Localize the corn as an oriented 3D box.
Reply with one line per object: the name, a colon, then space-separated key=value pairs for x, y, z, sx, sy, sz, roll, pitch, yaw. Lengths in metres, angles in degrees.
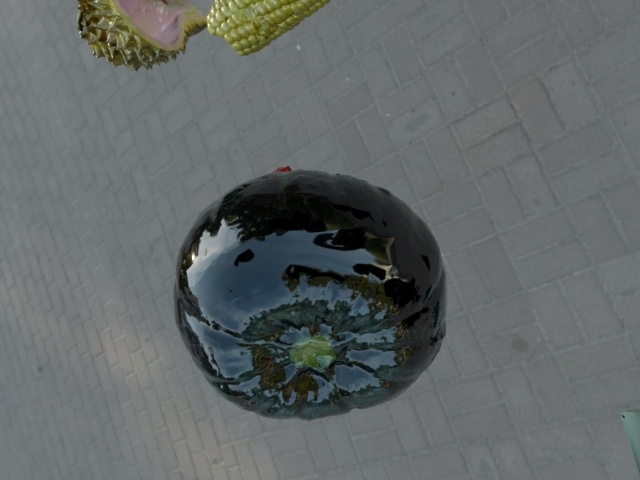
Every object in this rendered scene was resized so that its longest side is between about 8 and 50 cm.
corn: x=-0.004 y=-0.216 z=0.377 sx=0.206 sy=0.067 sz=0.067 roll=-29 pitch=77 yaw=27

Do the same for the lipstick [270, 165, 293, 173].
lipstick: x=0.000 y=-0.001 z=0.843 sx=0.073 sy=0.073 sz=0.280 roll=-20 pitch=124 yaw=30

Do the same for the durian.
durian: x=-0.373 y=-0.418 z=1.002 sx=0.195 sy=0.305 sz=0.186 roll=-20 pitch=91 yaw=22

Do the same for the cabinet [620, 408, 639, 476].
cabinet: x=0.367 y=0.175 z=0.341 sx=0.145 sy=0.206 sz=0.150 roll=122 pitch=139 yaw=-68

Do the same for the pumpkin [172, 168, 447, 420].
pumpkin: x=-0.007 y=0.057 z=0.586 sx=0.315 sy=0.238 sz=0.315 roll=-2 pitch=114 yaw=-4
